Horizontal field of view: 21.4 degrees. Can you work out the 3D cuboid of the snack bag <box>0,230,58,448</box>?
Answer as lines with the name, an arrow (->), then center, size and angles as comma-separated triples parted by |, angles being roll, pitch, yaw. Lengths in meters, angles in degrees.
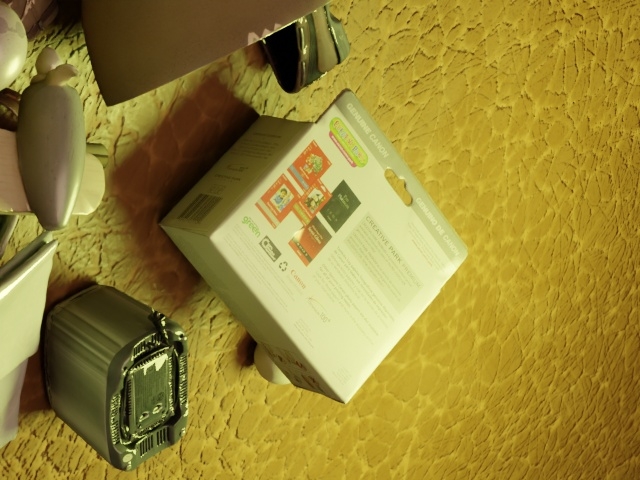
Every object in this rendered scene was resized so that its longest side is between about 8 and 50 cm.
snack bag -> -0.398, 0.192, 1.816 | 0.323, 0.037, 0.342 | -48, 162, -49

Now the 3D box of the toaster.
toaster -> -0.246, 0.153, 2.027 | 0.129, 0.146, 0.227 | -31, 137, -38

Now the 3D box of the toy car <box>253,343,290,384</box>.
toy car -> -0.002, 0.122, 2.333 | 0.159, 0.136, 0.182 | -33, 137, -36

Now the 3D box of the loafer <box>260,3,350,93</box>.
loafer -> -0.048, -0.278, 2.015 | 0.095, 0.109, 0.302 | -49, 148, -10

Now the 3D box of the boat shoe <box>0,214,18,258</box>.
boat shoe -> -0.399, 0.050, 1.791 | 0.095, 0.084, 0.258 | 1, 120, -53

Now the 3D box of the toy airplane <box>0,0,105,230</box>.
toy airplane -> -0.353, -0.097, 1.447 | 0.384, 0.272, 0.386 | 48, 26, -18

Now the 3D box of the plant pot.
plant pot -> -0.139, -0.287, 1.781 | 0.284, 0.284, 0.191 | -33, 102, -35

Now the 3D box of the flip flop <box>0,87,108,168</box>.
flip flop -> -0.329, -0.120, 1.772 | 0.277, 0.112, 0.080 | 9, 81, -52

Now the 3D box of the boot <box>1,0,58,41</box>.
boot -> -0.293, -0.266, 1.762 | 0.118, 0.042, 0.087 | -51, 151, -13

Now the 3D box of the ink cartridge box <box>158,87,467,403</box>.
ink cartridge box -> 0.000, 0.000, 2.153 | 0.272, 0.130, 0.309 | -48, 120, -19
